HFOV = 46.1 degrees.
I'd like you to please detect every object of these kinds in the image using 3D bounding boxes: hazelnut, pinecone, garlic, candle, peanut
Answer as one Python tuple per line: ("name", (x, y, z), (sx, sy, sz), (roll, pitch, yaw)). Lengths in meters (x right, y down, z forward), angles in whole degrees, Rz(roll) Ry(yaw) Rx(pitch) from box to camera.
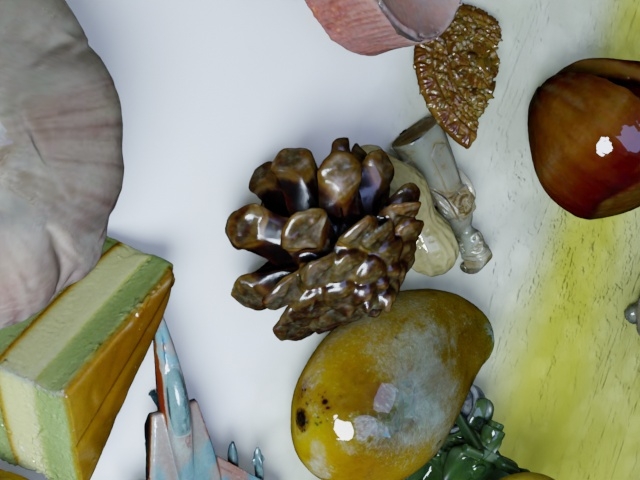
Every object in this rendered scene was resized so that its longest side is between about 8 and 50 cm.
("hazelnut", (0.382, -0.146, 1.008), (0.251, 0.217, 0.217), (-31, 110, -36))
("pinecone", (-0.001, -0.002, 0.771), (0.202, 0.229, 0.201), (7, 45, -20))
("garlic", (-0.284, -0.077, 0.558), (0.317, 0.259, 0.318), (-3, 96, -27))
("candle", (0.023, -0.366, 0.805), (0.316, 0.131, 0.287), (21, 76, -41))
("peanut", (0.099, -0.036, 0.898), (0.082, 0.082, 0.187), (-43, 113, -21))

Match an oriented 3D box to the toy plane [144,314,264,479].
("toy plane", (-0.144, 0.229, 0.760), (0.222, 0.104, 0.327), (-13, 96, -31))

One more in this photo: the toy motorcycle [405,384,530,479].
("toy motorcycle", (0.194, 0.335, 0.962), (0.205, 0.127, 0.275), (28, 83, -27))

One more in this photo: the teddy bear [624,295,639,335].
("teddy bear", (0.615, 0.136, 1.193), (0.267, 0.151, 0.236), (17, 87, -28))

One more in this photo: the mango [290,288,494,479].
("mango", (0.097, 0.160, 0.878), (0.316, 0.146, 0.193), (-29, 106, -32))

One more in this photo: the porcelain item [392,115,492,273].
("porcelain item", (0.165, -0.048, 0.955), (0.084, 0.054, 0.213), (-39, 113, -23))

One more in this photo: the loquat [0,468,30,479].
("loquat", (-0.300, 0.274, 0.648), (0.163, 0.137, 0.163), (-9, 102, -50))

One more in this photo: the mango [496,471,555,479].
("mango", (0.209, 0.351, 0.860), (0.195, 0.098, 0.137), (-38, 117, -3))

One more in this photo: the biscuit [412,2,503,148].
("biscuit", (0.169, -0.221, 0.930), (0.126, 0.025, 0.206), (28, 62, -24))

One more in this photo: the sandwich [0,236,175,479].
("sandwich", (-0.224, 0.109, 0.711), (0.144, 0.117, 0.187), (98, 18, -44))
